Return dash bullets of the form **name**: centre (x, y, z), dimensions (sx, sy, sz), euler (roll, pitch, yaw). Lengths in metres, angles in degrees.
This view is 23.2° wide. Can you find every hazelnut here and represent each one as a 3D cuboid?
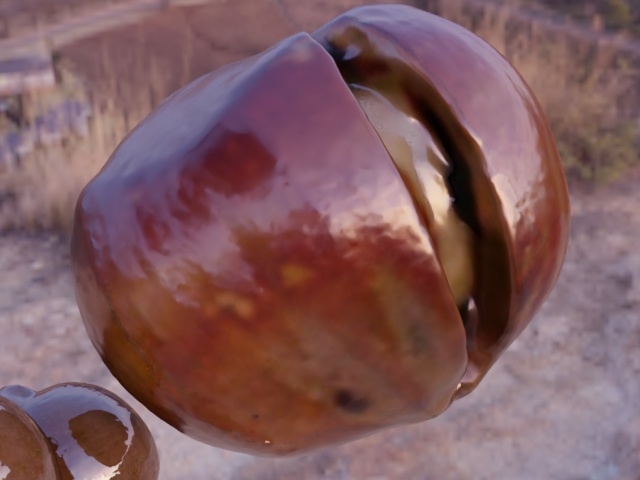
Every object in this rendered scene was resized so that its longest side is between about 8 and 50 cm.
- **hazelnut**: centre (0.000, 0.000, 0.793), dimensions (0.251, 0.217, 0.217), euler (-28, 31, -16)

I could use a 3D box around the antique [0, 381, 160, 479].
- **antique**: centre (-0.171, 0.129, 0.783), dimensions (0.143, 0.121, 0.257), euler (-34, -18, 16)
